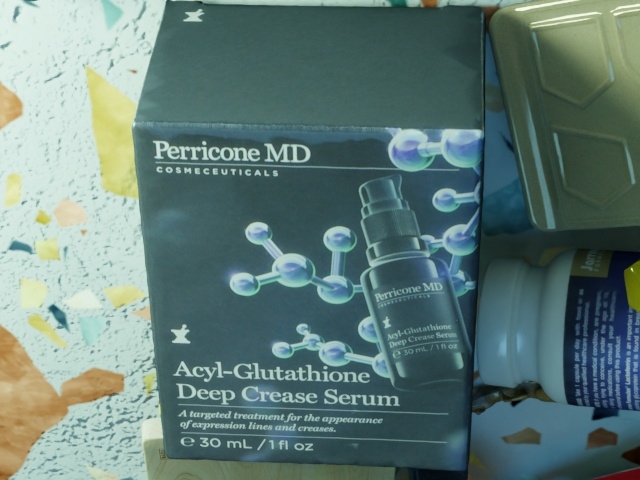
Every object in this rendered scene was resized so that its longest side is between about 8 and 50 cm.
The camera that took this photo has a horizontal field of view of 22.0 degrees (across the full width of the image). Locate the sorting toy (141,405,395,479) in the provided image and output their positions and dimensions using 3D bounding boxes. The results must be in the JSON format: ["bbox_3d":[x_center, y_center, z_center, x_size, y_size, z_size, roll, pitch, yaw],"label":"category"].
[{"bbox_3d":[-0.053,0.227,1.741,0.255,0.089,0.257,-4,143,-4],"label":"sorting toy"}]

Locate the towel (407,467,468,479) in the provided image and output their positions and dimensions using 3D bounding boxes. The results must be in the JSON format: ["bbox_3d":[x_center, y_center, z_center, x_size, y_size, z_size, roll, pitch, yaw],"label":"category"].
[{"bbox_3d":[0.126,0.230,1.799,0.067,0.029,0.119,-3,127,6],"label":"towel"}]

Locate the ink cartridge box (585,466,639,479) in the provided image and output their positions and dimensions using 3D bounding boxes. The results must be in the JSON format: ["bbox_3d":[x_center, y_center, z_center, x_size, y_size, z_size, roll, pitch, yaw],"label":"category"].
[{"bbox_3d":[0.299,0.409,1.834,0.309,0.130,0.272,-23,123,32],"label":"ink cartridge box"}]

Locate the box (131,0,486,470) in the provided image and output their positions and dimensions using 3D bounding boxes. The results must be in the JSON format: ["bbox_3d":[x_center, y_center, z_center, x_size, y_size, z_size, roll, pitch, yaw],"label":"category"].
[{"bbox_3d":[0.000,0.000,1.516,0.293,0.212,0.396,1,127,4],"label":"box"}]

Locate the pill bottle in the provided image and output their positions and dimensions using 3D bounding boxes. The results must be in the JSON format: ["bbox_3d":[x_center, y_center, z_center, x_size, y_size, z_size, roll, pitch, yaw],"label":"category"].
[{"bbox_3d":[0.289,0.086,1.559,0.264,0.153,0.153,3,129,16],"label":"pill bottle"}]

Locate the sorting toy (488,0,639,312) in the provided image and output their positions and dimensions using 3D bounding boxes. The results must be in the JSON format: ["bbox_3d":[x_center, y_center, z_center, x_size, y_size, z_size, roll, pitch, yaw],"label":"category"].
[{"bbox_3d":[0.282,-0.072,1.444,0.229,0.041,0.307,-5,104,36],"label":"sorting toy"}]

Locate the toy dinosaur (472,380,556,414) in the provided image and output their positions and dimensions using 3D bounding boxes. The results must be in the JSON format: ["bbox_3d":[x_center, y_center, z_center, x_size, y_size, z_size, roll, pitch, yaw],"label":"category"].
[{"bbox_3d":[0.256,0.149,1.719,0.211,0.064,0.112,1,147,15],"label":"toy dinosaur"}]
